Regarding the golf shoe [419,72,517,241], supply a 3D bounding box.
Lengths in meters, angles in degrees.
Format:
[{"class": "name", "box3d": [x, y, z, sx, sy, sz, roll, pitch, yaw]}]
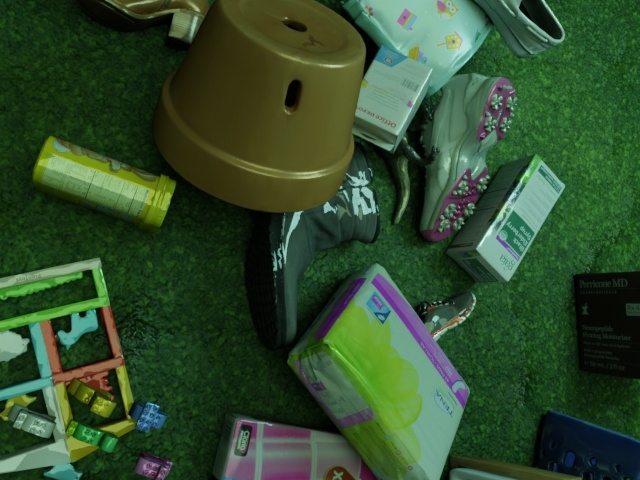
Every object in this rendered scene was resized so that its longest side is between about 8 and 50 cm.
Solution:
[{"class": "golf shoe", "box3d": [0.233, -0.150, 1.077, 0.115, 0.140, 0.306, 5, 111, -51]}]

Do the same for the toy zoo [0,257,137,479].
[{"class": "toy zoo", "box3d": [-0.368, 0.186, 0.825, 0.193, 0.030, 0.293, -14, 91, -24]}]

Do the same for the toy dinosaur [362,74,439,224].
[{"class": "toy dinosaur", "box3d": [0.144, -0.170, 1.050, 0.064, 0.118, 0.268, -24, 98, -58]}]

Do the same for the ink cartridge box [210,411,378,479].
[{"class": "ink cartridge box", "box3d": [0.008, 0.392, 0.959, 0.371, 0.069, 0.175, 17, 78, -24]}]

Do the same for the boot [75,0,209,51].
[{"class": "boot", "box3d": [-0.262, -0.387, 0.905, 0.197, 0.073, 0.152, 14, 81, -34]}]

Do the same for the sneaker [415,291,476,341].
[{"class": "sneaker", "box3d": [0.211, 0.128, 1.074, 0.158, 0.061, 0.064, -35, 93, -23]}]

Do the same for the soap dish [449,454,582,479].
[{"class": "soap dish", "box3d": [0.343, 0.516, 1.014, 0.118, 0.229, 0.290, -7, 88, -41]}]

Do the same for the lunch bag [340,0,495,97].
[{"class": "lunch bag", "box3d": [0.176, -0.399, 1.052, 0.223, 0.160, 0.262, 45, 64, -15]}]

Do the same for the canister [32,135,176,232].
[{"class": "canister", "box3d": [-0.297, -0.075, 0.830, 0.170, 0.126, 0.073, 21, 77, -19]}]

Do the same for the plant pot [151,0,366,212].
[{"class": "plant pot", "box3d": [-0.067, -0.210, 0.828, 0.291, 0.203, 0.290, 15, 40, -13]}]

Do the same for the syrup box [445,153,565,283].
[{"class": "syrup box", "box3d": [0.346, -0.039, 1.127, 0.093, 0.096, 0.236, 42, 70, -15]}]

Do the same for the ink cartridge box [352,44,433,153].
[{"class": "ink cartridge box", "box3d": [0.103, -0.216, 0.966, 0.092, 0.090, 0.143, 28, 82, 8]}]

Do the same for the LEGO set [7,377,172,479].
[{"class": "LEGO set", "box3d": [-0.279, 0.241, 0.791, 0.227, 0.093, 0.087, 28, 75, -20]}]

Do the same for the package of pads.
[{"class": "package of pads", "box3d": [0.103, 0.218, 0.948, 0.296, 0.101, 0.229, 53, 39, -10]}]

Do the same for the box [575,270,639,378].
[{"class": "box", "box3d": [0.633, 0.162, 1.196, 0.167, 0.168, 0.203, 0, 85, -23]}]

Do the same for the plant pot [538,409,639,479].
[{"class": "plant pot", "box3d": [0.536, 0.470, 1.096, 0.236, 0.236, 0.212, 30, 79, -20]}]

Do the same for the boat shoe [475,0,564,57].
[{"class": "boat shoe", "box3d": [0.311, -0.413, 0.992, 0.267, 0.088, 0.096, 45, 62, -28]}]

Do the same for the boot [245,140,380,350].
[{"class": "boot", "box3d": [0.000, 0.000, 0.964, 0.223, 0.118, 0.337, 0, 89, -28]}]

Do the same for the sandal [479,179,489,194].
[{"class": "sandal", "box3d": [0.275, -0.170, 1.137, 0.067, 0.040, 0.179, -35, 100, -21]}]
